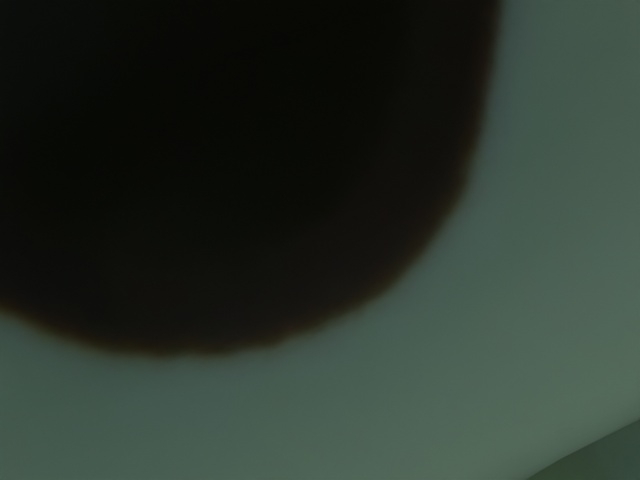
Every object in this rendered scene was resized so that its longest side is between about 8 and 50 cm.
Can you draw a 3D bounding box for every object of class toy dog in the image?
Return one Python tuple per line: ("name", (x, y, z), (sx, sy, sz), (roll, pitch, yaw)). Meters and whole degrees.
("toy dog", (-0.061, 0.013, 0.386), (0.285, 0.408, 0.395), (68, -20, -4))
